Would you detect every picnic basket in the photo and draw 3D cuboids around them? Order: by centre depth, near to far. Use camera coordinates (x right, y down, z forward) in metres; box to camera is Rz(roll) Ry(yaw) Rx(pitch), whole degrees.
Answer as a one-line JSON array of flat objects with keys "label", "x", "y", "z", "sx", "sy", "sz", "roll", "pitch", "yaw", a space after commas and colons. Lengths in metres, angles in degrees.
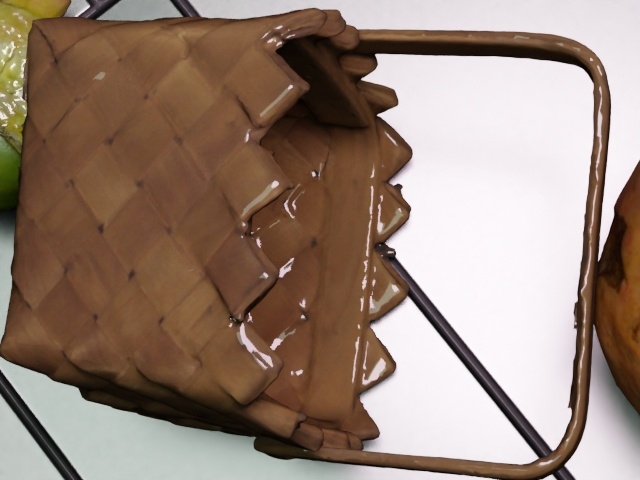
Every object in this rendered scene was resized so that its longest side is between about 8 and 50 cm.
[{"label": "picnic basket", "x": 0.000, "y": 0.000, "z": 1.053, "sx": 0.321, "sy": 0.291, "sz": 0.254, "roll": 4, "pitch": 81, "yaw": 14}]

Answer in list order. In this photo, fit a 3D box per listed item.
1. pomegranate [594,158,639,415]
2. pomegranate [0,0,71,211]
[{"label": "pomegranate", "x": 0.298, "y": 0.021, "z": 1.044, "sx": 0.281, "sy": 0.281, "sz": 0.281, "roll": -1, "pitch": 80, "yaw": 4}, {"label": "pomegranate", "x": -0.225, "y": -0.093, "z": 1.179, "sx": 0.143, "sy": 0.122, "sz": 0.169, "roll": 28, "pitch": 45, "yaw": -19}]
